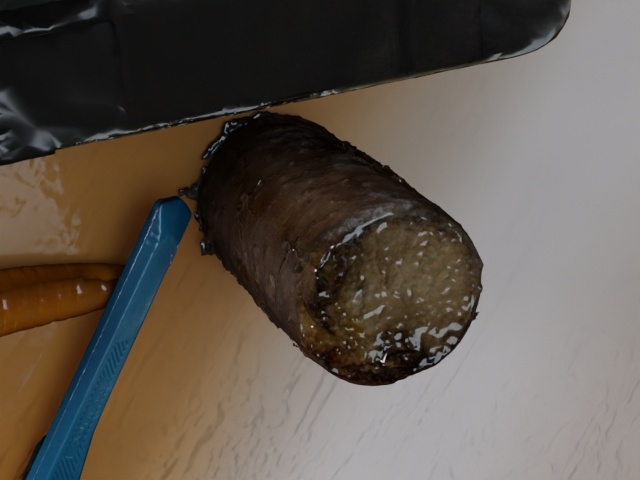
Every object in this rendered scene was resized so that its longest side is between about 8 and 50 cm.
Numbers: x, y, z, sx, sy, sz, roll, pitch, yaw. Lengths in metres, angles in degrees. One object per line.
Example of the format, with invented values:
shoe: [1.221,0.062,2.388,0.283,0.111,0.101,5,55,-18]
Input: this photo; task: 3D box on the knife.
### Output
knife: [-0.154,0.104,1.090,0.044,0.026,0.297,19,99,-42]

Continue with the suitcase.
suitcase: [-0.060,-0.211,0.951,0.433,0.194,0.283,-12,120,-9]

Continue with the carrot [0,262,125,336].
carrot: [-0.236,0.053,1.041,0.271,0.062,0.066,-26,80,-23]

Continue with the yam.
yam: [0.001,0.001,1.031,0.131,0.279,0.131,-5,107,-16]
